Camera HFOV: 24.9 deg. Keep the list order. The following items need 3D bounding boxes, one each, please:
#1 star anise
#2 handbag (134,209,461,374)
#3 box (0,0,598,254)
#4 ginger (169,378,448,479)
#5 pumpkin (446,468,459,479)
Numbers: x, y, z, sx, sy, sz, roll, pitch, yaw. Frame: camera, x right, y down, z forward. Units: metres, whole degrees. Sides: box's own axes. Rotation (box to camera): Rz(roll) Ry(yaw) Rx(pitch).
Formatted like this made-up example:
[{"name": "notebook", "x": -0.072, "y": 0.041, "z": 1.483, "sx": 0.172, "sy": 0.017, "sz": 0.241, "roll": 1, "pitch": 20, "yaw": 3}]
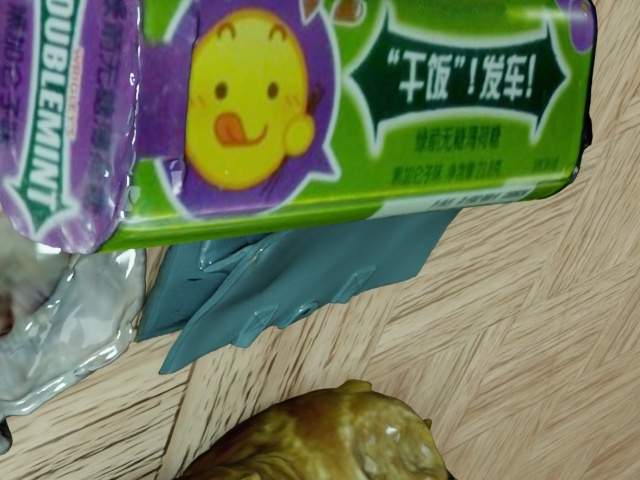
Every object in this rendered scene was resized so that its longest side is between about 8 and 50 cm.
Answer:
[{"name": "star anise", "x": -0.195, "y": 0.082, "z": 0.646, "sx": 0.257, "sy": 0.110, "sz": 0.198, "roll": -30, "pitch": 151, "yaw": -40}, {"name": "handbag", "x": 0.000, "y": 0.000, "z": 0.873, "sx": 0.221, "sy": 0.057, "sz": 0.144, "roll": -22, "pitch": 153, "yaw": -40}, {"name": "box", "x": 0.007, "y": -0.075, "z": 0.699, "sx": 0.345, "sy": 0.097, "sz": 0.134, "roll": -9, "pitch": 108, "yaw": -49}, {"name": "ginger", "x": -0.086, "y": 0.230, "z": 0.955, "sx": 0.274, "sy": 0.152, "sz": 0.357, "roll": -32, "pitch": 179, "yaw": 44}, {"name": "pumpkin", "x": 0.009, "y": 0.278, "z": 1.186, "sx": 0.280, "sy": 0.139, "sz": 0.190, "roll": -29, "pitch": 154, "yaw": -35}]
